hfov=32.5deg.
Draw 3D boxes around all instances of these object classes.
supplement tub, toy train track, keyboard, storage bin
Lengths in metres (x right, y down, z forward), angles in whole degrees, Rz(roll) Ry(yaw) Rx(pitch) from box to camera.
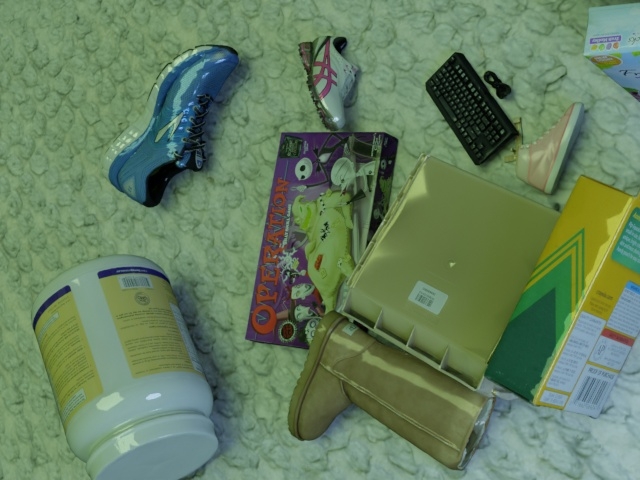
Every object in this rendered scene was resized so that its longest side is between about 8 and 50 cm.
[{"bbox_3d":[-0.315,0.216,1.778,0.241,0.241,0.331,-38,59,23],"label":"supplement tub"},{"bbox_3d":[0.283,-0.138,1.579,0.048,0.014,0.083,-9,73,34],"label":"toy train track"},{"bbox_3d":[0.228,-0.206,1.623,0.108,0.023,0.180,-41,54,20],"label":"keyboard"},{"bbox_3d":[0.202,0.049,1.501,0.262,0.123,0.260,29,88,37],"label":"storage bin"}]

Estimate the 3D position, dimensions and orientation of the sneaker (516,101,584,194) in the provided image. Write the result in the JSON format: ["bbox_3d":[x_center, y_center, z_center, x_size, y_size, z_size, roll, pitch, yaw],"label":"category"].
[{"bbox_3d":[0.314,-0.136,1.526,0.070,0.051,0.134,24,96,22],"label":"sneaker"}]

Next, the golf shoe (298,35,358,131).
[{"bbox_3d":[0.020,-0.258,1.755,0.086,0.067,0.186,-17,58,7],"label":"golf shoe"}]

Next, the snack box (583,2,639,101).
[{"bbox_3d":[0.448,-0.232,1.362,0.175,0.207,0.070,2,79,37],"label":"snack box"}]

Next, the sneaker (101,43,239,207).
[{"bbox_3d":[-0.236,-0.195,1.918,0.147,0.130,0.330,43,108,20],"label":"sneaker"}]

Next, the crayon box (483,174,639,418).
[{"bbox_3d":[0.346,0.053,1.367,0.083,0.203,0.322,29,95,37],"label":"crayon box"}]

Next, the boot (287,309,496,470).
[{"bbox_3d":[0.092,0.251,1.565,0.270,0.089,0.236,29,125,23],"label":"boot"}]

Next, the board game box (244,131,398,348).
[{"bbox_3d":[0.000,0.000,1.730,0.208,0.056,0.346,2,80,40],"label":"board game box"}]
